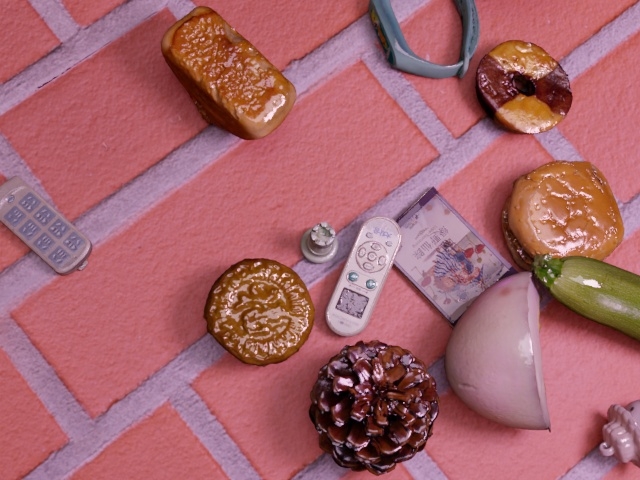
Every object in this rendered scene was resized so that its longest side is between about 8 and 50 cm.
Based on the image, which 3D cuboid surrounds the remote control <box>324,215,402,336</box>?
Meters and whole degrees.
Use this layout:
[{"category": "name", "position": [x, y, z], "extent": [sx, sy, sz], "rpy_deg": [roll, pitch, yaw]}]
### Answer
[{"category": "remote control", "position": [0.075, 0.061, 1.632], "extent": [0.078, 0.042, 0.221], "rpy_deg": [23, 85, 2]}]

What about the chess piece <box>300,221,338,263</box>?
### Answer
[{"category": "chess piece", "position": [0.000, 0.000, 1.620], "extent": [0.067, 0.103, 0.067], "rpy_deg": [1, 78, -3]}]

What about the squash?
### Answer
[{"category": "squash", "position": [0.531, 0.113, 1.595], "extent": [0.395, 0.107, 0.107], "rpy_deg": [25, 76, -14]}]

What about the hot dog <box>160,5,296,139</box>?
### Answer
[{"category": "hot dog", "position": [-0.156, -0.278, 1.649], "extent": [0.257, 0.153, 0.150], "rpy_deg": [44, 82, 8]}]

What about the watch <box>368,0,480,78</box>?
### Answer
[{"category": "watch", "position": [0.198, -0.403, 1.750], "extent": [0.195, 0.068, 0.237], "rpy_deg": [-18, 75, -10]}]

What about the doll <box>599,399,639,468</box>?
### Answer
[{"category": "doll", "position": [0.598, 0.294, 1.592], "extent": [0.293, 0.119, 0.138], "rpy_deg": [-22, 37, -9]}]

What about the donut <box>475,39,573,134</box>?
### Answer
[{"category": "donut", "position": [0.367, -0.272, 1.724], "extent": [0.184, 0.073, 0.166], "rpy_deg": [40, 78, 6]}]

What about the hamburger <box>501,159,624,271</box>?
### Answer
[{"category": "hamburger", "position": [0.423, -0.036, 1.663], "extent": [0.214, 0.108, 0.213], "rpy_deg": [2, 75, -8]}]

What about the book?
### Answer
[{"category": "book", "position": [0.225, 0.035, 1.669], "extent": [0.157, 0.026, 0.231], "rpy_deg": [-42, 83, -11]}]

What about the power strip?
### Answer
[{"category": "power strip", "position": [-0.491, -0.030, 1.630], "extent": [0.227, 0.029, 0.080], "rpy_deg": [41, 78, 6]}]

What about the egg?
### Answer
[{"category": "egg", "position": [0.286, 0.184, 1.557], "extent": [0.162, 0.206, 0.270], "rpy_deg": [-8, 74, 19]}]

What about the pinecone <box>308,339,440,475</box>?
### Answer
[{"category": "pinecone", "position": [0.083, 0.259, 1.517], "extent": [0.222, 0.221, 0.221], "rpy_deg": [1, 77, -4]}]

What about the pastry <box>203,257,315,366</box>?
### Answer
[{"category": "pastry", "position": [-0.103, 0.120, 1.586], "extent": [0.189, 0.103, 0.188], "rpy_deg": [1, 76, -4]}]
